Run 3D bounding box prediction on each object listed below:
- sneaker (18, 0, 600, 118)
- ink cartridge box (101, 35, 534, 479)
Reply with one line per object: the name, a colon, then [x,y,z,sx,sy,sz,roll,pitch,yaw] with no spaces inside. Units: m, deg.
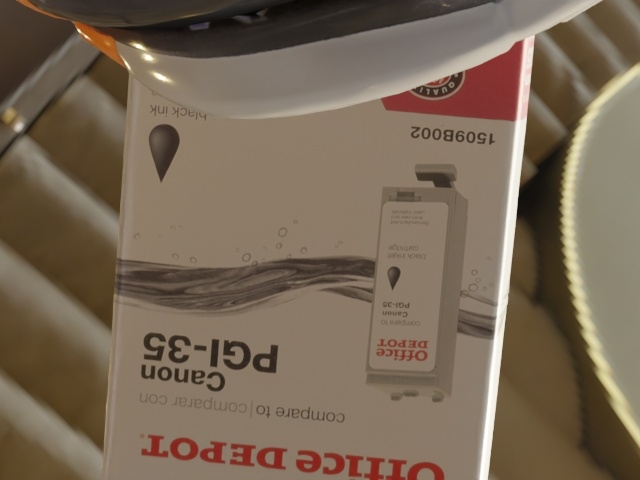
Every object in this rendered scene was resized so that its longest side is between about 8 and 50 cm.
sneaker: [0.064,-0.115,0.267,0.180,0.321,0.125,33,-144,-65]
ink cartridge box: [0.000,0.000,1.036,0.207,0.283,0.117,5,-172,4]
